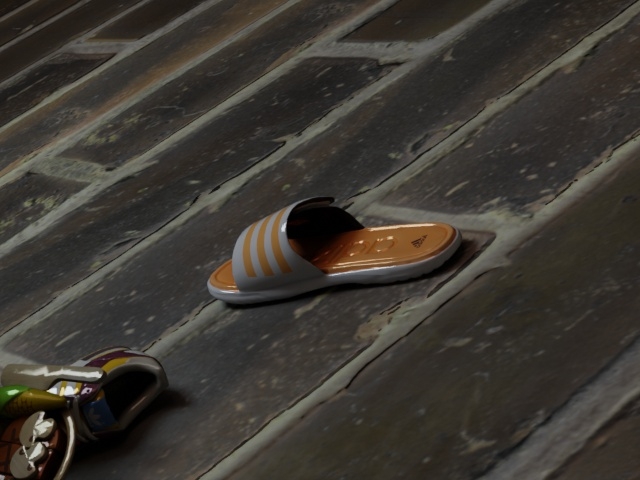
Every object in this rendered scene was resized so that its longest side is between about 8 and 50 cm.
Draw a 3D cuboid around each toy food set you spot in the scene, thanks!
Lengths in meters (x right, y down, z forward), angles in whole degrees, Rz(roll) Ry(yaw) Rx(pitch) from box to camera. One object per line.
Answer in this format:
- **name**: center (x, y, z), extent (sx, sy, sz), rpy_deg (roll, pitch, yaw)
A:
- **toy food set**: center (-0.254, 0.174, 1.280), extent (0.132, 0.038, 0.192), rpy_deg (-4, 54, 33)

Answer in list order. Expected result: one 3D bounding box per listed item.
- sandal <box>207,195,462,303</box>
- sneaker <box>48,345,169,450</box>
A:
- **sandal**: center (0.005, -0.006, 1.480), extent (0.265, 0.076, 0.102), rpy_deg (-10, 26, 32)
- **sneaker**: center (-0.216, 0.149, 1.361), extent (0.185, 0.069, 0.084), rpy_deg (-35, 19, -23)
